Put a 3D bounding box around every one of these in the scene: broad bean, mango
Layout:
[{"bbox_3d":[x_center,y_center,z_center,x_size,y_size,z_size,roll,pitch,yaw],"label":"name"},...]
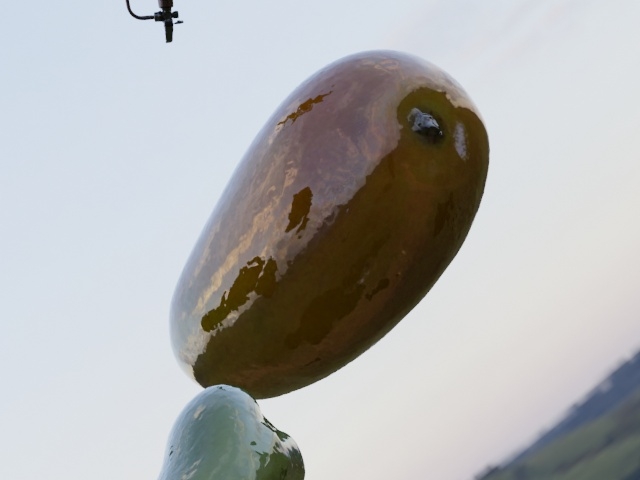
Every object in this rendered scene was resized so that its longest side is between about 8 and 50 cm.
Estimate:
[{"bbox_3d":[-0.033,0.079,0.541,0.063,0.045,0.083,-40,13,34],"label":"broad bean"},{"bbox_3d":[0.002,-0.001,1.104,0.254,0.139,0.175,-55,10,10],"label":"mango"}]

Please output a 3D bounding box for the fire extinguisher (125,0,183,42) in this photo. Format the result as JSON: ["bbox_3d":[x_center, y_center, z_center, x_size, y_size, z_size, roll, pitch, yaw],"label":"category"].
[{"bbox_3d":[-0.114,-0.212,1.138,0.035,0.173,0.049,-2,7,43],"label":"fire extinguisher"}]
